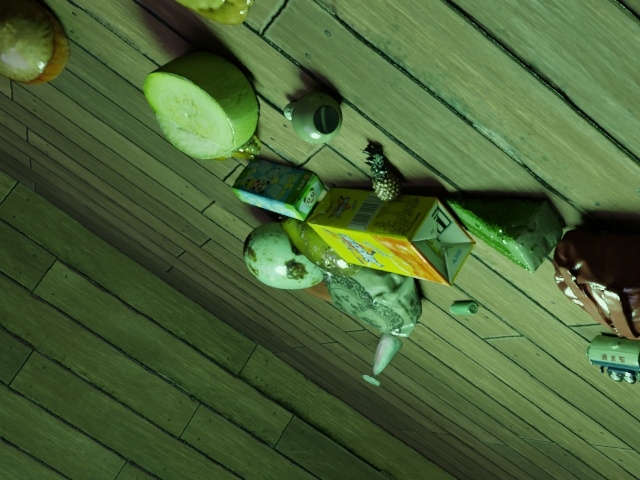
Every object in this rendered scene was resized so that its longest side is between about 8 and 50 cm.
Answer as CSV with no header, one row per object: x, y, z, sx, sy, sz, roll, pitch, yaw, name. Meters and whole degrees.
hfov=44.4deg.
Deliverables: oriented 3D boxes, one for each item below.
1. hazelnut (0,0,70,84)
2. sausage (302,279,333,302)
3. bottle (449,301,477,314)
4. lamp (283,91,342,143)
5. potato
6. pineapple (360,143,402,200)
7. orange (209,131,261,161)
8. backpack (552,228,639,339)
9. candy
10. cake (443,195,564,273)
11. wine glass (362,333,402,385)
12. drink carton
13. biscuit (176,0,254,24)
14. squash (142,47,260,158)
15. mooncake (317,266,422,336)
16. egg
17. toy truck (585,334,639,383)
-0.654,-0.439,1.723,0.214,0.176,0.214,44,-173,-7,hazelnut
0.009,0.136,2.282,0.194,0.077,0.077,19,158,34,sausage
0.343,0.163,1.887,0.030,0.030,0.083,38,162,-17,bottle
-0.025,-0.226,1.419,0.091,0.091,0.163,43,172,-30,lamp
0.000,0.000,1.867,0.251,0.113,0.149,30,167,23,potato
0.115,-0.135,1.483,0.058,0.058,0.124,15,141,41,pineapple
-0.205,-0.223,1.650,0.169,0.112,0.160,-3,179,-30,orange
0.487,0.078,1.271,0.229,0.139,0.229,30,160,12,backpack
-0.098,-0.118,1.766,0.194,0.097,0.062,19,156,36,candy
0.302,-0.017,1.393,0.235,0.099,0.100,9,149,51,cake
0.194,0.373,2.460,0.073,0.155,0.073,25,157,11,wine glass
0.135,-0.014,1.604,0.154,0.111,0.351,44,162,-29,drink carton
-0.217,-0.433,1.246,0.259,0.041,0.203,26,161,13,biscuit
-0.232,-0.242,1.490,0.220,0.133,0.220,13,129,17,squash
0.130,0.131,1.981,0.250,0.136,0.254,23,159,35,mooncake
-0.092,0.045,2.064,0.231,0.169,0.169,25,162,-8,egg
0.626,0.233,1.567,0.088,0.074,0.201,50,157,-22,toy truck
